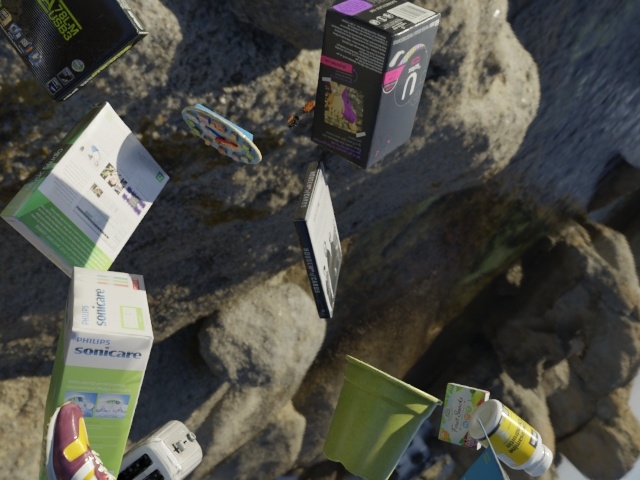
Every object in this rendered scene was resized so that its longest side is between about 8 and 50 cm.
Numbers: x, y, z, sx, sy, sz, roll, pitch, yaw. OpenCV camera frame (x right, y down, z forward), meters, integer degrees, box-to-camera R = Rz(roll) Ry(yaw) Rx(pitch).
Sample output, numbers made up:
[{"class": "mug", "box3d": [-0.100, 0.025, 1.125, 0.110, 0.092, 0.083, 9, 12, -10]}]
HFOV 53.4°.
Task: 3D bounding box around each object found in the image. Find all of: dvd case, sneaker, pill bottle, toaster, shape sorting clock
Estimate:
[{"class": "dvd case", "box3d": [0.000, 0.000, 1.186, 0.030, 0.179, 0.238, -3, 129, 14]}, {"class": "sneaker", "box3d": [-0.230, 0.255, 0.652, 0.084, 0.185, 0.069, -9, 165, -6]}, {"class": "pill bottle", "box3d": [0.436, 0.455, 1.454, 0.103, 0.184, 0.103, -50, -171, 11]}, {"class": "toaster", "box3d": [-0.375, 0.498, 1.377, 0.227, 0.129, 0.146, -37, 173, 3]}, {"class": "shape sorting clock", "box3d": [-0.226, -0.234, 1.448, 0.040, 0.206, 0.206, -59, 158, -17]}]

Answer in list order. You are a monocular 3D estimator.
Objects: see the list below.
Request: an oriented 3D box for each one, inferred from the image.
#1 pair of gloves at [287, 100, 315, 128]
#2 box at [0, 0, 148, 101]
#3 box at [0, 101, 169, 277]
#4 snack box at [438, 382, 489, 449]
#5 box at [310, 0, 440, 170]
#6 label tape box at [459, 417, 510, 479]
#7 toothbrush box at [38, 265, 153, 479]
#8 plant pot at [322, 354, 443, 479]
[{"class": "pair of gloves", "box3d": [-0.047, -0.293, 1.477, 0.083, 0.074, 0.010, -43, 115, 7]}, {"class": "box", "box3d": [-0.392, -0.342, 0.973, 0.184, 0.190, 0.045, -31, -170, 18]}, {"class": "box", "box3d": [-0.475, -0.095, 1.329, 0.232, 0.058, 0.322, 57, 46, -40]}, {"class": "snack box", "box3d": [0.356, 0.434, 1.580, 0.037, 0.100, 0.141, 18, 81, -59]}, {"class": "box", "box3d": [0.096, -0.297, 1.182, 0.165, 0.143, 0.270, -37, 149, -39]}, {"class": "label tape box", "box3d": [0.356, 0.553, 1.227, 0.106, 0.333, 0.240, -28, -170, 7]}, {"class": "toothbrush box", "box3d": [-0.366, 0.216, 1.029, 0.122, 0.206, 0.283, 9, 110, -23]}, {"class": "plant pot", "box3d": [0.138, 0.469, 1.642, 0.253, 0.276, 0.276, -65, 155, -8]}]
